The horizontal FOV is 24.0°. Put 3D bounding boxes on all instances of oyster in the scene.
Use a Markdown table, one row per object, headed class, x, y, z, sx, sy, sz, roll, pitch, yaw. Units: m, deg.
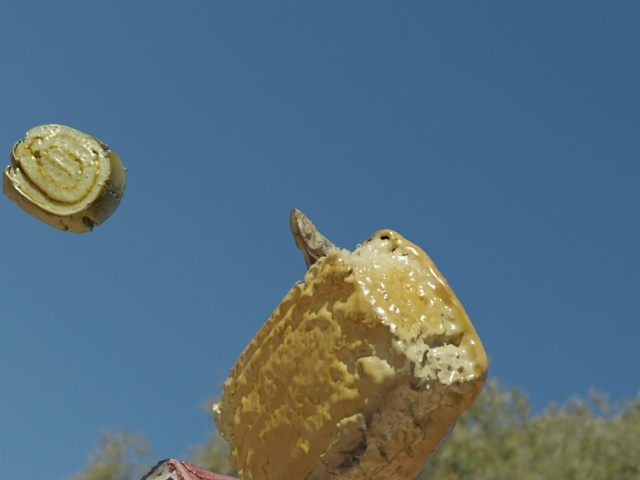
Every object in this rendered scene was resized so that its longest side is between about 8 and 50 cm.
| class | x | y | z | sx | sy | sz | roll | pitch | yaw |
| --- | --- | --- | --- | --- | --- | --- | --- | --- | --- |
| oyster | 0.000 | 0.000 | 1.481 | 0.080 | 0.038 | 0.083 | 130 | -58 | -78 |

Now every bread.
| class | x | y | z | sx | sy | sz | roll | pitch | yaw |
| --- | --- | --- | --- | --- | --- | --- | --- | --- | --- |
| bread | -0.314 | -0.077 | 1.834 | 0.156 | 0.117 | 0.064 | 30 | -21 | 23 |
| bread | 0.017 | 0.117 | 1.189 | 0.245 | 0.121 | 0.174 | -56 | -132 | 34 |

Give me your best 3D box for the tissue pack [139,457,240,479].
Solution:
| class | x | y | z | sx | sy | sz | roll | pitch | yaw |
| --- | --- | --- | --- | --- | --- | --- | --- | --- | --- |
| tissue pack | -0.192 | 0.441 | 2.171 | 0.123 | 0.245 | 0.332 | 47 | 7 | 31 |
